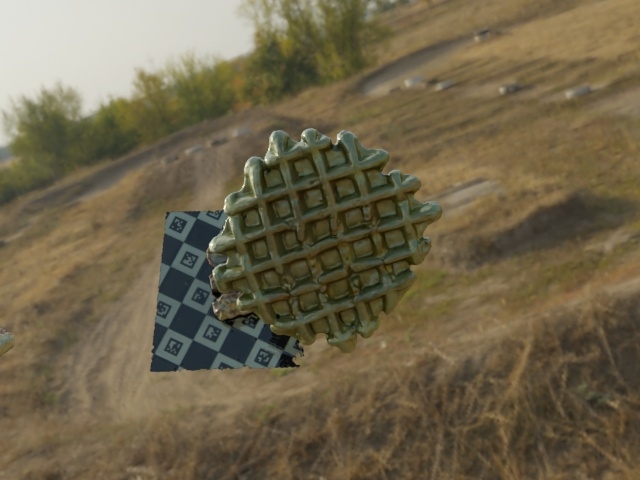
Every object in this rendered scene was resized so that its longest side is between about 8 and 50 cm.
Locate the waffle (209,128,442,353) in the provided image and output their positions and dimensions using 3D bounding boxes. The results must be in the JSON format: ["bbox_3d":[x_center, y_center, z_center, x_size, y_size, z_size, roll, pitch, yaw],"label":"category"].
[{"bbox_3d":[0.000,0.000,1.324,0.309,0.292,0.056,-59,4,13],"label":"waffle"}]

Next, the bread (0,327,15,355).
[{"bbox_3d":[-0.554,0.180,1.471,0.068,0.028,0.154,23,32,16],"label":"bread"}]

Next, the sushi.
[{"bbox_3d":[-0.159,0.076,1.591,0.264,0.289,0.050,-1,-17,6],"label":"sushi"}]
